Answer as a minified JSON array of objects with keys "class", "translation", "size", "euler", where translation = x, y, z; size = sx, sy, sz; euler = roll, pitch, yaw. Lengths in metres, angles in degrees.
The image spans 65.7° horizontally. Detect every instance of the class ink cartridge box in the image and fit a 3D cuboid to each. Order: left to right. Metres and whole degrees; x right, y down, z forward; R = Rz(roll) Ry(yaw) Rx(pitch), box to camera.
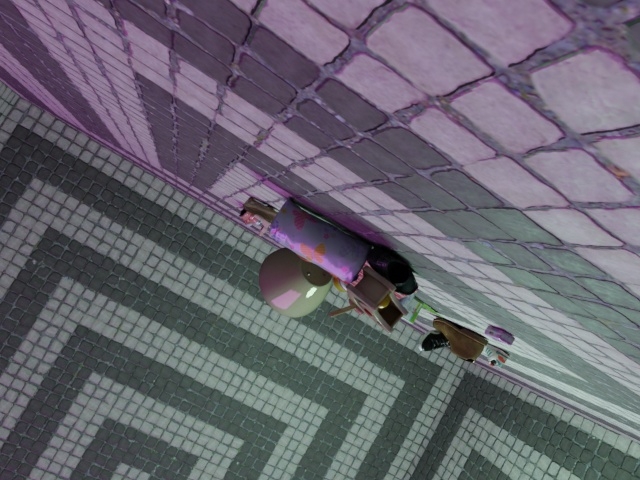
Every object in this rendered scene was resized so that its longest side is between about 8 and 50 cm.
[{"class":"ink cartridge box","translation":[0.330,0.263,1.961],"size":[0.255,0.097,0.189],"euler":[34,172,-30]}]

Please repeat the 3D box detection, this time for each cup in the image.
[{"class":"cup","translation":[-0.076,0.156,2.199],"size":[0.331,0.331,0.237],"euler":[32,147,-17]}]

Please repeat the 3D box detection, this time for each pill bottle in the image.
[{"class":"pill bottle","translation":[0.111,0.167,2.098],"size":[0.103,0.103,0.184],"euler":[31,168,-8]}]

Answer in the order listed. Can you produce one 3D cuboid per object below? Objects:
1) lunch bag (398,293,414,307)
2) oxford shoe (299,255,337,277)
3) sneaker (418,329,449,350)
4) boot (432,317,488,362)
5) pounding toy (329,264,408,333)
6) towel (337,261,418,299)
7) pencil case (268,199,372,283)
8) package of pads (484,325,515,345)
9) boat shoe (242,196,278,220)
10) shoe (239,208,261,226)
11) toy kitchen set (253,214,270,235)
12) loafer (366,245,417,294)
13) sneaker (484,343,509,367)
[{"class":"lunch bag","translation":[0.291,0.194,1.703],"size":[0.053,0.071,0.083],"euler":[32,177,15]},{"class":"oxford shoe","translation":[0.003,0.034,1.772],"size":[0.271,0.097,0.098],"euler":[28,149,13]},{"class":"sneaker","translation":[0.536,0.431,2.132],"size":[0.217,0.079,0.121],"euler":[-16,-163,-32]},{"class":"boot","translation":[0.541,0.400,2.018],"size":[0.112,0.115,0.305],"euler":[28,178,-22]},{"class":"pounding toy","translation":[0.127,0.186,1.292],"size":[0.154,0.155,0.269],"euler":[41,171,15]},{"class":"towel","translation":[0.179,0.134,1.617],"size":[0.199,0.031,0.275],"euler":[32,156,-7]},{"class":"pencil case","translation":[0.000,0.000,1.299],"size":[0.273,0.124,0.113],"euler":[29,130,0]},{"class":"package of pads","translation":[0.535,0.284,1.479],"size":[0.050,0.032,0.083],"euler":[32,173,-11]},{"class":"boat shoe","translation":[-0.192,-0.107,1.677],"size":[0.153,0.048,0.056],"euler":[19,157,28]},{"class":"shoe","translation":[-0.312,-0.107,2.129],"size":[0.081,0.063,0.178],"euler":[34,167,-23]},{"class":"toy kitchen set","translation":[-0.242,-0.079,2.010],"size":[0.075,0.083,0.068],"euler":[31,-145,-11]},{"class":"loafer","translation":[0.196,0.090,1.270],"size":[0.078,0.076,0.223],"euler":[35,176,45]},{"class":"sneaker","translation":[0.696,0.469,2.023],"size":[0.057,0.075,0.161],"euler":[32,173,-19]}]
